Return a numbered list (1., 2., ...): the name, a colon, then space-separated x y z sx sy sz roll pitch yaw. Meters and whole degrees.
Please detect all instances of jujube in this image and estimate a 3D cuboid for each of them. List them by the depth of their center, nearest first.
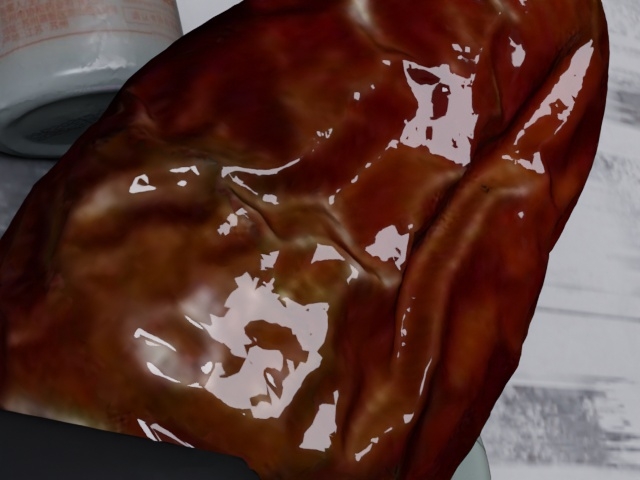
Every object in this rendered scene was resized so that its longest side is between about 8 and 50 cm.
1. jujube: 0.000 0.000 0.635 0.216 0.216 0.342 45 63 -17

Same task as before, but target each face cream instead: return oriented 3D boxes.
1. face cream: -0.132 -0.171 0.699 0.101 0.101 0.251 -1 72 -41

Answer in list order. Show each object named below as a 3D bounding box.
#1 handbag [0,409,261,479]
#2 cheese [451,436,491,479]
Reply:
1. handbag: -0.147 0.196 0.436 0.288 0.152 0.342 -2 70 -5
2. cheese: 0.041 0.154 0.733 0.155 0.062 0.244 3 71 -42
